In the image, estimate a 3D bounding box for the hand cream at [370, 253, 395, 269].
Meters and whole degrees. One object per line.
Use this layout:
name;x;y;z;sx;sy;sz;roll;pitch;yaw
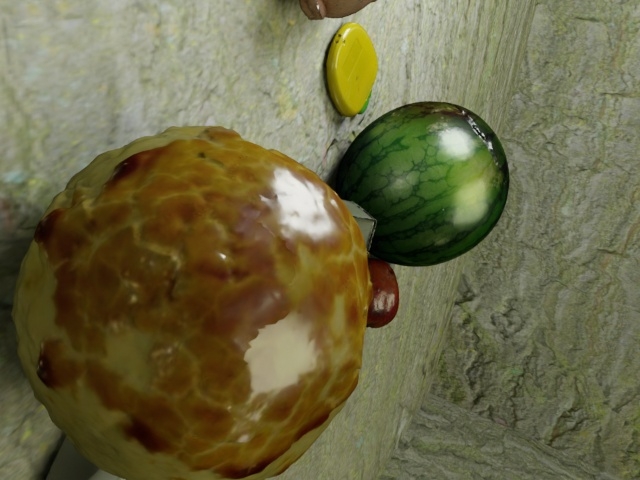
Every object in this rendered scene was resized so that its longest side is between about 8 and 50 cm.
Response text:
hand cream;0.146;0.052;1.624;0.077;0.124;0.340;-53;158;-41

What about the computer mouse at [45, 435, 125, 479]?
computer mouse;-0.252;0.261;0.841;0.296;0.121;0.184;-63;156;-13

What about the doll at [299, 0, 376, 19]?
doll;0.049;-0.464;0.865;0.201;0.156;0.303;-44;143;-45

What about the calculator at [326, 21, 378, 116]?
calculator;0.064;-0.317;1.187;0.146;0.032;0.235;-66;157;-8

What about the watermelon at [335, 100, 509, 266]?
watermelon;0.208;-0.109;1.293;0.363;0.363;0.363;-50;151;-40

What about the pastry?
pastry;-0.112;0.067;0.653;0.389;0.313;0.388;1;88;-38

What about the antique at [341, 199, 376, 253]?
antique;0.000;0.000;1.128;0.152;0.148;0.146;-130;-126;-67

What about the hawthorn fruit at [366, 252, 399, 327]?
hawthorn fruit;0.103;0.110;1.501;0.179;0.179;0.200;28;63;-68
